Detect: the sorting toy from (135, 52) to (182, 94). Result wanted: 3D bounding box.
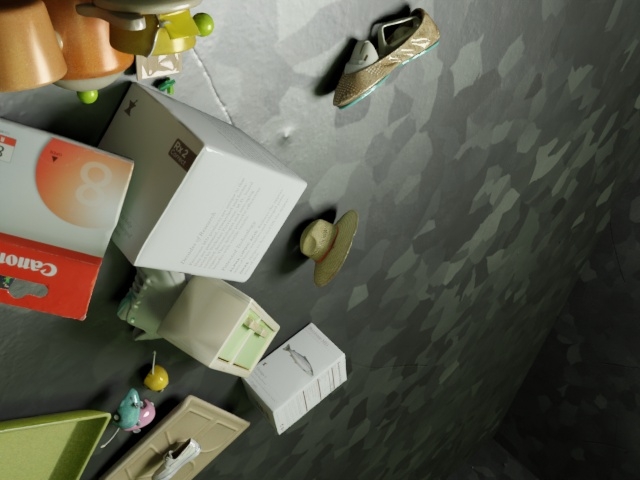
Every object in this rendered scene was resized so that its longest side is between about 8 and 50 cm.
[{"bbox_3d":[-0.178,-0.195,0.693,0.062,0.012,0.083,-28,138,-40],"label":"sorting toy"}]

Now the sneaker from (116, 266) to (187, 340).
[{"bbox_3d":[-0.231,0.072,0.849,0.094,0.080,0.212,-18,140,-21],"label":"sneaker"}]

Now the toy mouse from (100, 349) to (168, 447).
[{"bbox_3d":[-0.281,0.264,0.976,0.143,0.031,0.161,-56,169,-32],"label":"toy mouse"}]

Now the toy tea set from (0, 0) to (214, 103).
[{"bbox_3d":[-0.256,-0.131,0.490,0.336,0.200,0.124,-25,132,-35],"label":"toy tea set"}]

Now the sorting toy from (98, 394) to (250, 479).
[{"bbox_3d":[-0.295,0.407,1.151,0.307,0.041,0.229,-43,145,0],"label":"sorting toy"}]

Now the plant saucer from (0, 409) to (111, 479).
[{"bbox_3d":[-0.417,0.312,0.887,0.188,0.045,0.188,9,116,-53],"label":"plant saucer"}]

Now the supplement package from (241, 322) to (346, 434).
[{"bbox_3d":[-0.049,0.270,1.243,0.179,0.105,0.105,-36,145,-23],"label":"supplement package"}]

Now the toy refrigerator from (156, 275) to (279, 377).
[{"bbox_3d":[-0.133,0.131,0.917,0.102,0.094,0.269,-57,168,-11],"label":"toy refrigerator"}]

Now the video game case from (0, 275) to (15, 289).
[{"bbox_3d":[-0.450,0.077,0.606,0.210,0.042,0.232,-53,148,4],"label":"video game case"}]

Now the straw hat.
[{"bbox_3d":[0.000,0.000,1.062,0.061,0.144,0.145,26,104,-18],"label":"straw hat"}]

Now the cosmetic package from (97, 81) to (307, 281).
[{"bbox_3d":[-0.149,-0.061,0.737,0.183,0.151,0.151,15,112,-55],"label":"cosmetic package"}]

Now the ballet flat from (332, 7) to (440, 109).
[{"bbox_3d":[0.085,-0.269,0.911,0.206,0.073,0.067,-41,120,-20],"label":"ballet flat"}]

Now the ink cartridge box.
[{"bbox_3d":[-0.280,-0.017,0.619,0.145,0.045,0.179,17,91,-21],"label":"ink cartridge box"}]

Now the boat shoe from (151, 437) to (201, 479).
[{"bbox_3d":[-0.257,0.381,1.098,0.100,0.035,0.035,-36,117,-4],"label":"boat shoe"}]
